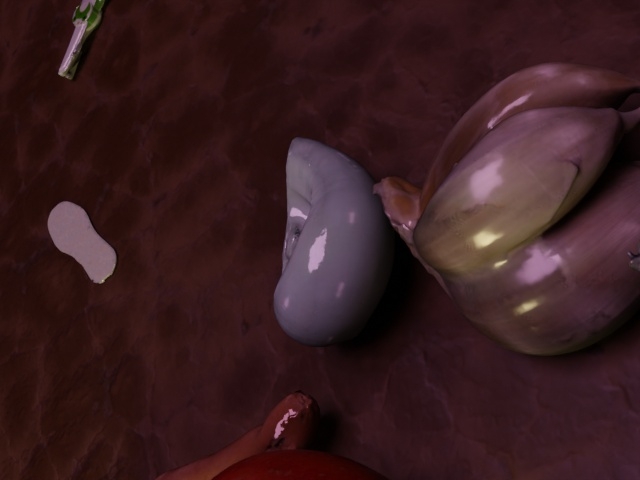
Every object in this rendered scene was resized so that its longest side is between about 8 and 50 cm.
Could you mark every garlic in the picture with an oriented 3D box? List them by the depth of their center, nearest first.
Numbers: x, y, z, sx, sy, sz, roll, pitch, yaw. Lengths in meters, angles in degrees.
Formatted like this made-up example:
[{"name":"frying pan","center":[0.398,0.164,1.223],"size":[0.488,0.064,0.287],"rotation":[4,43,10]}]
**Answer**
[{"name":"garlic","center":[0.191,-0.033,0.974],"size":[0.292,0.210,0.237],"rotation":[-28,20,34]}]

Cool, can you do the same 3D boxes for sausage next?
[{"name":"sausage","center":[-0.106,0.247,1.139],"size":[0.304,0.078,0.078],"rotation":[-35,51,27]}]

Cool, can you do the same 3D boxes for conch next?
[{"name":"conch","center":[0.005,0.003,1.114],"size":[0.185,0.121,0.221],"rotation":[-39,43,48]}]

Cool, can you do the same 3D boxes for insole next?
[{"name":"insole","center":[-0.323,-0.001,1.496],"size":[0.197,0.004,0.065],"rotation":[36,97,45]}]

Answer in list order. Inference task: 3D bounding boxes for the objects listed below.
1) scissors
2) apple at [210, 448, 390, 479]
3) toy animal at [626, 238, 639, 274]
[{"name":"scissors","center":[-0.348,-0.338,1.656],"size":[0.101,0.027,0.204],"rotation":[10,76,45]},{"name":"apple","center":[-0.012,0.305,0.924],"size":[0.260,0.216,0.260],"rotation":[-19,59,37]},{"name":"toy animal","center":[0.303,0.075,0.813],"size":[0.121,0.094,0.225],"rotation":[-28,74,30]}]
